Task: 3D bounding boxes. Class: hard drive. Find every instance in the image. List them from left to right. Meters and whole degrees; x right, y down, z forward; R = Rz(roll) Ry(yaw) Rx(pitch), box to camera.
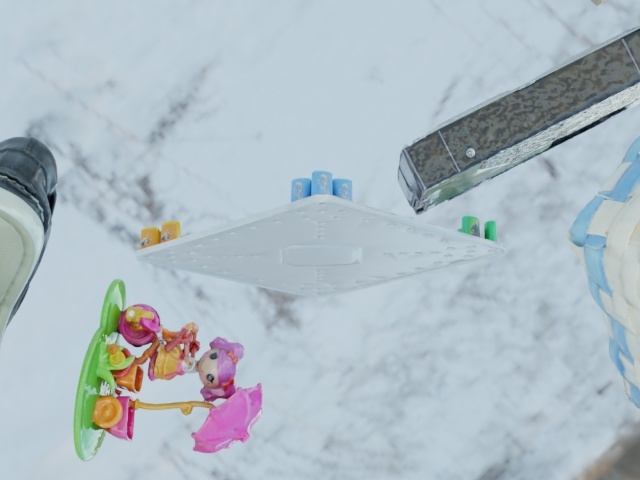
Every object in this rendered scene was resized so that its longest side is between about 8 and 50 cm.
[{"bbox_3d":[0.251,-0.142,1.784,0.339,0.064,0.237,-28,173,-1],"label":"hard drive"}]

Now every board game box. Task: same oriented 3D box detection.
[{"bbox_3d":[0.000,0.000,2.219,0.390,0.050,0.390,-16,159,42],"label":"board game box"}]

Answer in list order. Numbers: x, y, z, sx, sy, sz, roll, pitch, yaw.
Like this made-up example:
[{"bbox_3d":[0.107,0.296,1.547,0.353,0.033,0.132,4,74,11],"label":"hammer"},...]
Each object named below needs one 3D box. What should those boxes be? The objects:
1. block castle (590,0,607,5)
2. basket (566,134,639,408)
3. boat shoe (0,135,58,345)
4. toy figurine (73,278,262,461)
[{"bbox_3d":[0.458,-0.560,2.067,0.453,0.213,0.303,-43,169,-17],"label":"block castle"},{"bbox_3d":[0.304,0.039,0.873,0.201,0.289,0.254,-46,138,-20],"label":"basket"},{"bbox_3d":[-0.305,0.025,1.282,0.340,0.127,0.113,-53,-165,47],"label":"boat shoe"},{"bbox_3d":[-0.129,0.130,1.418,0.130,0.159,0.173,76,23,-74],"label":"toy figurine"}]
